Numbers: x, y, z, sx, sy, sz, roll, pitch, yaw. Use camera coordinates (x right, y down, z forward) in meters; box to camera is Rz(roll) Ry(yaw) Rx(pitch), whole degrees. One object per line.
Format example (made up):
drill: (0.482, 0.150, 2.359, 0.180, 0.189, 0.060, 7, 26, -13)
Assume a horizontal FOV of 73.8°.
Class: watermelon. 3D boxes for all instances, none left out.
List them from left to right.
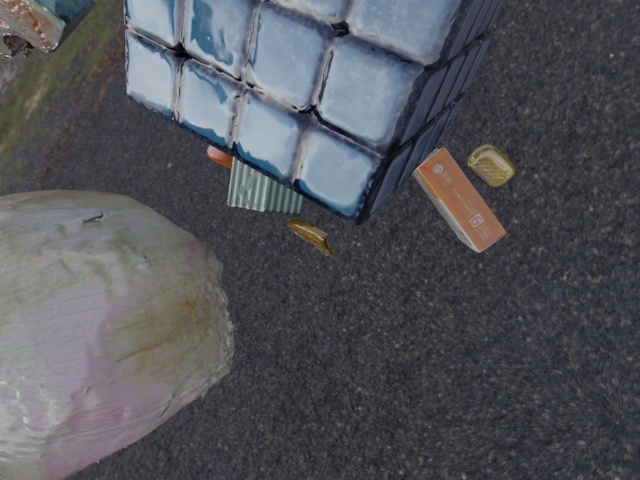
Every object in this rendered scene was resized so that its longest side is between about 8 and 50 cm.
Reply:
watermelon: (-0.607, -0.493, 0.856, 0.321, 0.175, 0.188, 3, 60, 18)

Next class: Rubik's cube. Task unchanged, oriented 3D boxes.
Rubik's cube: (0.023, -0.282, 0.489, 0.344, 0.344, 0.338, 29, 128, 14)

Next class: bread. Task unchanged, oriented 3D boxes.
bread: (0.414, -0.186, 1.039, 0.082, 0.115, 0.056, -47, 16, 40)

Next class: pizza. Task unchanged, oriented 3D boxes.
pizza: (0.000, 0.000, 1.178, 0.036, 0.176, 0.184, -56, 26, -9)

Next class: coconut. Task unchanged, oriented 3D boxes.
coconut: (-0.357, 0.117, 0.574, 0.404, 0.404, 0.406, -14, 63, 30)

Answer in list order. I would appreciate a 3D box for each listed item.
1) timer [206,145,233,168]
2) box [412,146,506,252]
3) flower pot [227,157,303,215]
timer: (-0.214, -0.345, 1.382, 0.257, 0.249, 0.161, -50, 58, 33)
box: (0.354, -0.115, 1.138, 0.091, 0.221, 0.274, -36, 92, 9)
flower pot: (-0.148, -0.180, 1.217, 0.239, 0.209, 0.190, 14, 99, 20)
